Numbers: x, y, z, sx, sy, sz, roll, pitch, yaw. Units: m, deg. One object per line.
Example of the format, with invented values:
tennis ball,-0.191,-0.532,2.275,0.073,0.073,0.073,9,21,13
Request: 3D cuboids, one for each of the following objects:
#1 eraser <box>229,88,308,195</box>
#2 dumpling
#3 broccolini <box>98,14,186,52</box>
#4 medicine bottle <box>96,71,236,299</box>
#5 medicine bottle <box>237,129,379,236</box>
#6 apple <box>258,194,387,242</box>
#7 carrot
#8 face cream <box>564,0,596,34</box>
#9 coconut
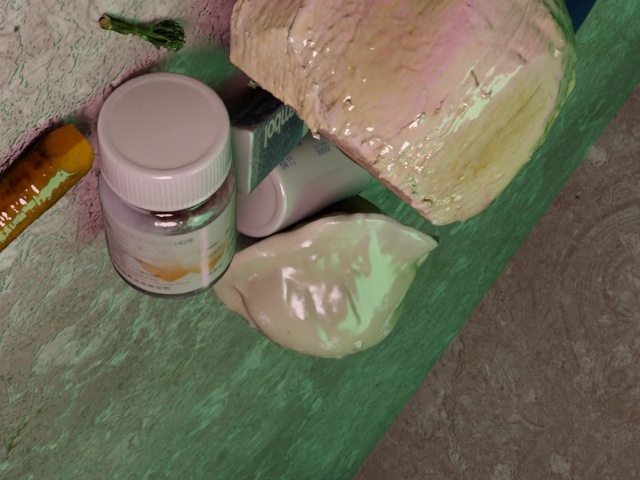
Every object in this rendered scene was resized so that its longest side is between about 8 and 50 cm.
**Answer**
eraser,-0.069,-0.145,1.758,0.212,0.046,0.092,-51,152,-56
dumpling,0.021,0.052,1.876,0.318,0.187,0.243,-1,151,-26
broccolini,-0.192,-0.232,1.468,0.140,0.030,0.035,6,113,-63
medicine bottle,-0.181,-0.059,1.599,0.165,0.165,0.273,-42,160,-23
medicine bottle,-0.001,-0.112,1.957,0.341,0.130,0.130,-27,151,-50
apple,0.000,0.000,2.088,0.188,0.173,0.207,-66,-157,-4
carrot,-0.370,-0.006,1.440,0.314,0.066,0.066,-43,160,-11
face cream,0.251,-0.385,1.867,0.249,0.225,0.249,-43,157,-23
coconut,0.125,-0.248,1.595,0.404,0.404,0.405,-43,160,-20
